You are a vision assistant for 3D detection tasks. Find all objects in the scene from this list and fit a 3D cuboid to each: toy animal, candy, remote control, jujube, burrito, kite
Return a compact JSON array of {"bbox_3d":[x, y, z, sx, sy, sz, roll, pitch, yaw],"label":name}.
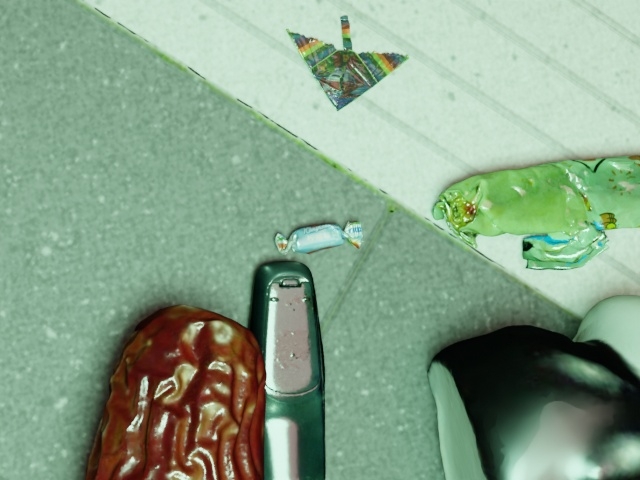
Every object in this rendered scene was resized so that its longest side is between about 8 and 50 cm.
[{"bbox_3d":[0.271,0.181,1.630,0.310,0.251,0.250,-11,92,-10],"label":"toy animal"},{"bbox_3d":[0.000,0.000,1.653,0.083,0.020,0.030,-11,89,-15],"label":"candy"},{"bbox_3d":[-0.031,0.129,1.630,0.072,0.042,0.222,-1,89,-14],"label":"remote control"},{"bbox_3d":[-0.119,0.175,1.553,0.155,0.155,0.230,14,75,-16],"label":"jujube"},{"bbox_3d":[0.247,-0.025,1.714,0.288,0.054,0.104,-5,92,-18],"label":"burrito"},{"bbox_3d":[0.024,-0.164,1.672,0.122,0.004,0.090,5,87,-17],"label":"kite"}]
